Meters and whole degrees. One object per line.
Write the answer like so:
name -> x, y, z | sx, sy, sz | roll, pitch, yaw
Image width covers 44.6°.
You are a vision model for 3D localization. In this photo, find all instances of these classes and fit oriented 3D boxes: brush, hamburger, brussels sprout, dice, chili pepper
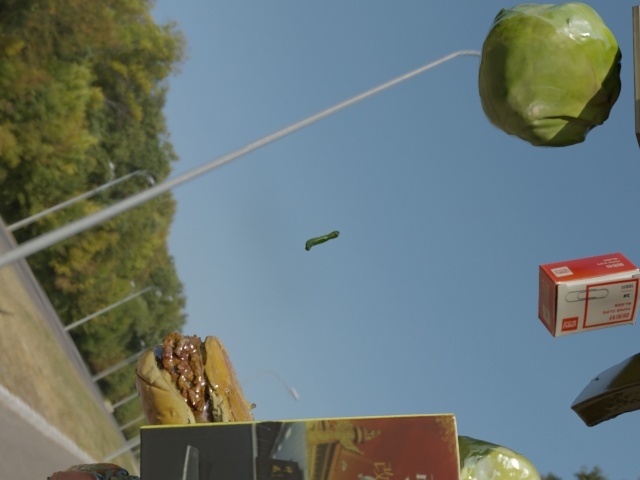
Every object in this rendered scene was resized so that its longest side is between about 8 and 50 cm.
brush -> 0.537, 0.253, 1.358 | 0.059, 0.123, 0.197 | 53, -38, 7
brush -> -0.324, 0.356, 1.121 | 0.323, 0.051, 0.070 | -23, -96, 51
hamburger -> -0.178, 0.258, 1.159 | 0.282, 0.155, 0.245 | -130, -164, -72
brussels sprout -> 0.478, -0.359, 1.651 | 0.247, 0.328, 0.328 | -123, -165, -55
dice -> 0.268, 0.444, 1.343 | 0.166, 0.169, 0.169 | 25, -24, -9
chili pepper -> 0.000, -0.001, 1.419 | 0.030, 0.083, 0.017 | -8, -76, 58

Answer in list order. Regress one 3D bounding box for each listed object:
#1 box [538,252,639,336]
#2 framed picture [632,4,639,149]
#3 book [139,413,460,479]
box -> 0.538, 0.110, 1.563 | 0.099, 0.182, 0.133 | -108, -167, -63
framed picture -> 0.670, -0.306, 1.618 | 0.213, 0.016, 0.289 | 34, 57, -57
book -> -0.026, 0.336, 0.882 | 0.028, 0.374, 0.262 | 52, 35, -76
